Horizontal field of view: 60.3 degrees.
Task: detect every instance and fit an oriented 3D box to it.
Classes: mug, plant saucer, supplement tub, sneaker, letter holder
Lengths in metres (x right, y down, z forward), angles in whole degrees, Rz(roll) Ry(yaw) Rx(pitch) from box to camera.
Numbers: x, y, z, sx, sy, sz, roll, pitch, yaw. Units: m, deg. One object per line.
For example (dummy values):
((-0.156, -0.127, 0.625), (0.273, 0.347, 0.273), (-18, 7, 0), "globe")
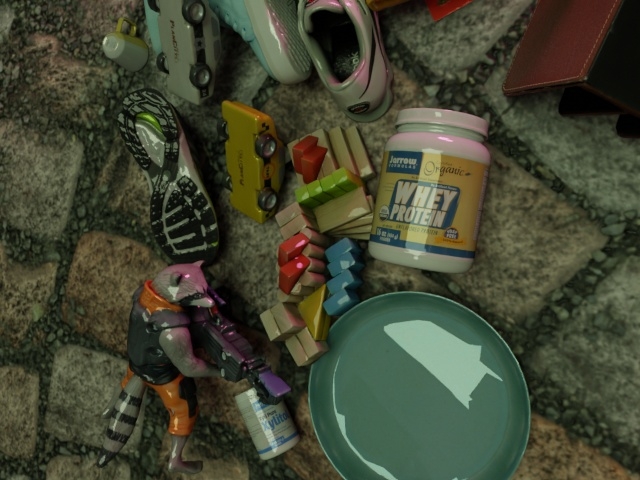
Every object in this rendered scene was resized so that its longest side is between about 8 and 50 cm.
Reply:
((-0.353, -0.346, 0.978), (0.062, 0.064, 0.078), (-23, 81, 20), "mug")
((0.136, 0.231, 0.798), (0.317, 0.043, 0.318), (0, 89, 21), "plant saucer")
((-0.083, 0.280, 0.865), (0.071, 0.071, 0.107), (-30, 80, 18), "supplement tub")
((-0.131, -0.376, 0.870), (0.150, 0.135, 0.366), (-31, 71, 27), "sneaker")
((-0.260, -0.409, 0.915), (0.195, 0.037, 0.195), (36, 131, 57), "plant saucer")
((-0.230, -0.100, 0.911), (0.110, 0.121, 0.300), (-11, 105, 6), "sneaker")
((0.148, -0.064, 0.741), (0.144, 0.144, 0.200), (10, 93, 21), "supplement tub")
((0.019, -0.346, 0.796), (0.122, 0.146, 0.331), (-21, 81, 21), "sneaker")
((0.380, -0.293, 0.669), (0.151, 0.214, 0.302), (22, 97, -12), "letter holder")

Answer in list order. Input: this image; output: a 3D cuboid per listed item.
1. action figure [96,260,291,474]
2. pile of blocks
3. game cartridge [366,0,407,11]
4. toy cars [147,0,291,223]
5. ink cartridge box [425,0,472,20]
((-0.216, 0.193, 0.825), (0.341, 0.178, 0.331), (26, 109, 41), "action figure")
((0.000, 0.000, 0.788), (0.148, 0.112, 0.363), (2, 83, 26), "pile of blocks")
((0.168, -0.499, 0.708), (0.285, 0.052, 0.324), (-11, 90, 21), "game cartridge")
((-0.143, -0.220, 0.845), (0.176, 0.087, 0.394), (-19, 101, 52), "toy cars")
((0.196, -0.465, 0.777), (0.188, 0.066, 0.233), (-24, 77, 19), "ink cartridge box")
